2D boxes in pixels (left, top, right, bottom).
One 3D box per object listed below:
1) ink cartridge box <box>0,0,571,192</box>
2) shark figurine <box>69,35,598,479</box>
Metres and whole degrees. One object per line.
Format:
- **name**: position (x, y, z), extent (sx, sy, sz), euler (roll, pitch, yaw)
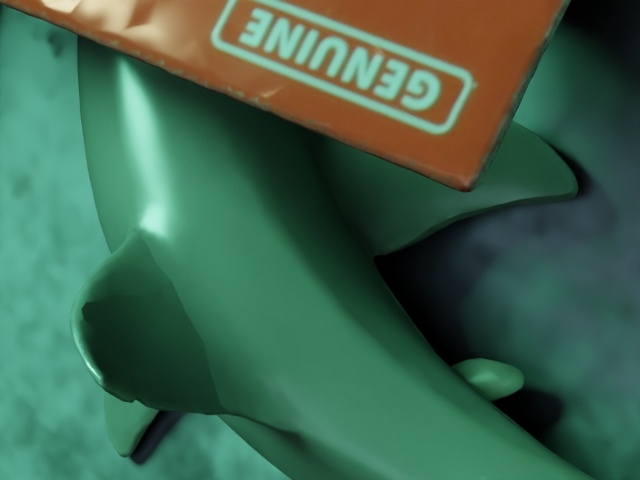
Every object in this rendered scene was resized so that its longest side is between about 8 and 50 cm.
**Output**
- **ink cartridge box**: position (-0.036, -0.170, 0.381), extent (0.275, 0.060, 0.239), euler (24, 80, 23)
- **shark figurine**: position (0.009, 0.027, 0.377), extent (0.278, 0.116, 0.166), euler (36, 109, 26)
